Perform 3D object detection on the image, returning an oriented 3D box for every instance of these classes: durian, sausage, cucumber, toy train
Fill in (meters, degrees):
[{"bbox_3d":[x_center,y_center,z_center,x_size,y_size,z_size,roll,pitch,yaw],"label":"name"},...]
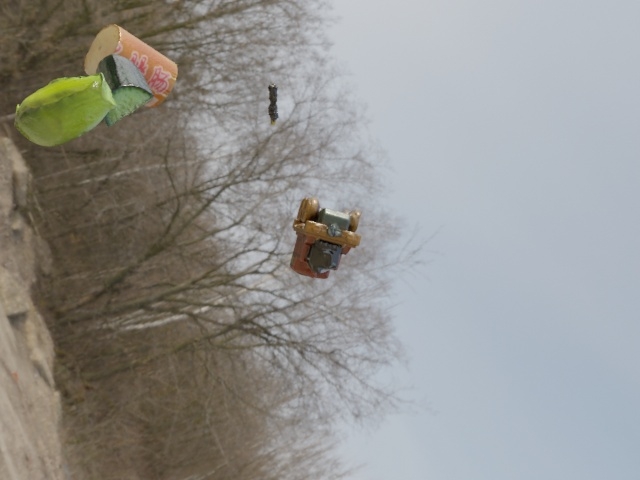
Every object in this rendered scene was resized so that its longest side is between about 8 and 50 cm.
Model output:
[{"bbox_3d":[-0.494,-0.243,1.070,0.101,0.250,0.139,61,29,-30],"label":"durian"},{"bbox_3d":[-0.762,-0.697,2.283,0.287,0.233,0.233,26,16,-45],"label":"sausage"},{"bbox_3d":[-0.438,-0.341,1.203,0.244,0.115,0.063,52,-10,46],"label":"cucumber"},{"bbox_3d":[0.000,0.000,1.669,0.369,0.163,0.232,-161,-95,-81],"label":"toy train"}]

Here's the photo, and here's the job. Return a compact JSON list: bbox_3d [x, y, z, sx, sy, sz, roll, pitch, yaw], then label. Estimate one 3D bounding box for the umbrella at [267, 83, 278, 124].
[{"bbox_3d":[-0.167,-0.478,1.998,0.037,0.040,0.144,10,-56,13],"label":"umbrella"}]
